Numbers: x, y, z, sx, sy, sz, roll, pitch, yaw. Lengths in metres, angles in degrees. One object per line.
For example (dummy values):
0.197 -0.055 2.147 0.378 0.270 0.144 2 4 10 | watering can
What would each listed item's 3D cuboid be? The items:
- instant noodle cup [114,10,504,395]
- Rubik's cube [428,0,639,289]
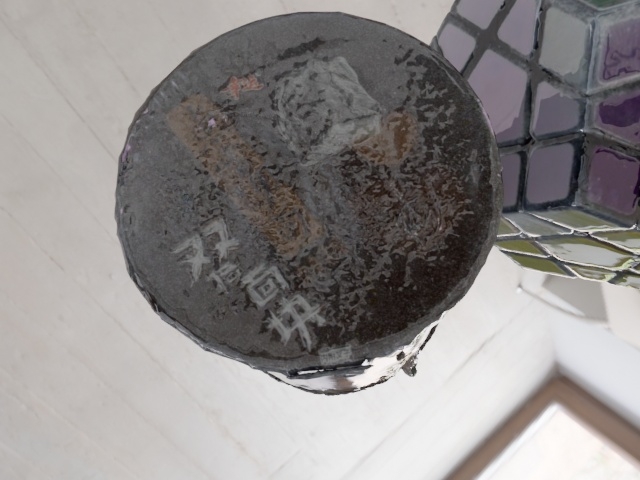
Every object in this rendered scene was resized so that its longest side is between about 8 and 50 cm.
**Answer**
0.000 0.000 0.550 0.217 0.217 0.207 -42 162 -9 | instant noodle cup
0.231 -0.113 0.657 0.264 0.319 0.319 -26 142 29 | Rubik's cube
